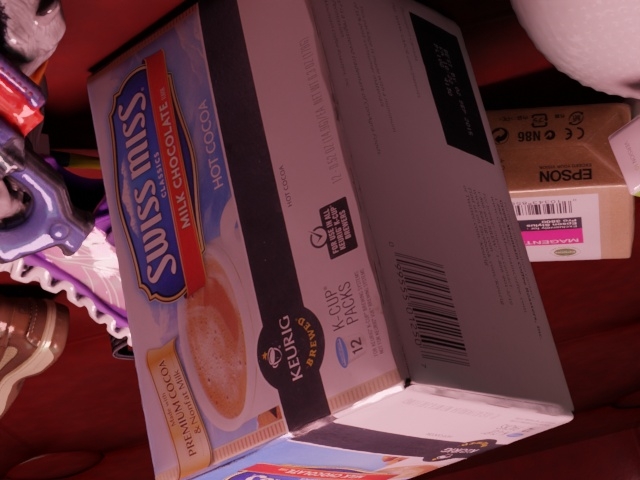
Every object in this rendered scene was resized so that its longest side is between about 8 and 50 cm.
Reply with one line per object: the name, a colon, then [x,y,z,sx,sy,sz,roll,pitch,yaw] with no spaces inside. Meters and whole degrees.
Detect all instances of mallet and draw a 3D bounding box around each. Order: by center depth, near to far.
mallet: [-0.214,-0.063,1.152,0.190,0.039,0.062,1,150,-23]

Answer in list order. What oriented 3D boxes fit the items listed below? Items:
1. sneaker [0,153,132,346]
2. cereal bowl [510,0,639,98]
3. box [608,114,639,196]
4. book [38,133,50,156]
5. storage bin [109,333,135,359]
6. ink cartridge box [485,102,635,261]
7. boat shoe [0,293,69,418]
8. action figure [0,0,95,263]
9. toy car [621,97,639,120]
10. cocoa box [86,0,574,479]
sneaker: [-0.160,0.008,1.075,0.236,0.095,0.104,27,124,-10]
cereal bowl: [0.312,-0.203,0.987,0.339,0.141,0.339,-12,158,-5]
box: [0.405,-0.095,1.028,0.322,0.058,0.232,7,146,-44]
book: [-0.301,-0.058,1.082,0.144,0.035,0.096,3,148,-24]
storage bin: [-0.132,0.058,1.413,0.180,0.084,0.122,-30,153,35]
ink cartridge box: [0.178,-0.048,1.272,0.235,0.088,0.193,-3,158,13]
boat shoe: [-0.369,0.127,1.453,0.095,0.095,0.257,19,137,-30]
action figure: [-0.323,-0.110,0.895,0.330,0.178,0.341,-27,128,13]
toy car: [0.379,-0.129,1.228,0.136,0.159,0.182,-47,169,-28]
cocoa box: [0.000,0.000,1.009,0.228,0.347,0.231,-27,154,31]
